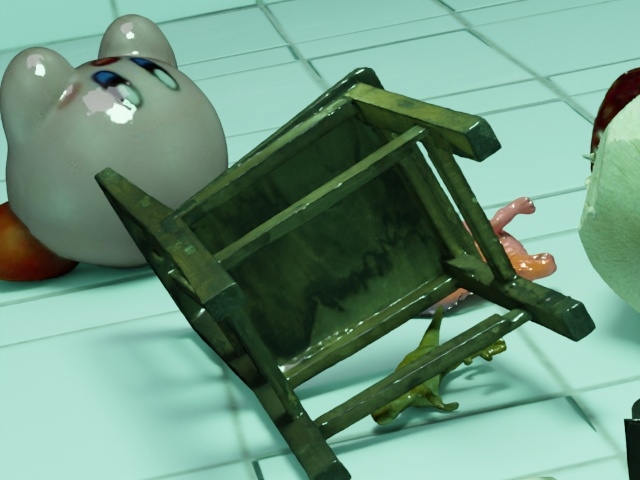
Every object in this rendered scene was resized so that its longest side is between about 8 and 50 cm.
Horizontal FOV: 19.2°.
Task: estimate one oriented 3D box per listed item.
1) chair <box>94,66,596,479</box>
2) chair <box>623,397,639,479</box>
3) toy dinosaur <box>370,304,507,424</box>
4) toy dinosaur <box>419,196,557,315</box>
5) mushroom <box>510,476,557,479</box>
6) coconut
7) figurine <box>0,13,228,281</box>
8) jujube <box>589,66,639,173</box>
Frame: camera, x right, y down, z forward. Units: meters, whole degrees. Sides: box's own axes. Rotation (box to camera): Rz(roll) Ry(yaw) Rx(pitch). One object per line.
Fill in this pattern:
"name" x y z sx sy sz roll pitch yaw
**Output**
"chair" 0.000 0.000 1.507 0.240 0.203 0.416 -34 22 -6
"chair" 0.231 0.160 1.106 0.113 0.106 0.229 -1 18 23
"toy dinosaur" 0.074 0.099 1.495 0.126 0.039 0.162 -22 20 -15
"toy dinosaur" 0.088 0.025 1.722 0.286 0.070 0.139 5 45 43
"mushroom" 0.049 0.207 0.962 0.173 0.162 0.236 -9 16 -4
"coconut" 0.312 -0.035 1.498 0.224 0.224 0.234 1 15 30
"figurine" -0.200 -0.065 1.914 0.211 0.261 0.269 37 40 28
"jujube" 0.368 -0.088 1.693 0.243 0.183 0.183 10 24 21
